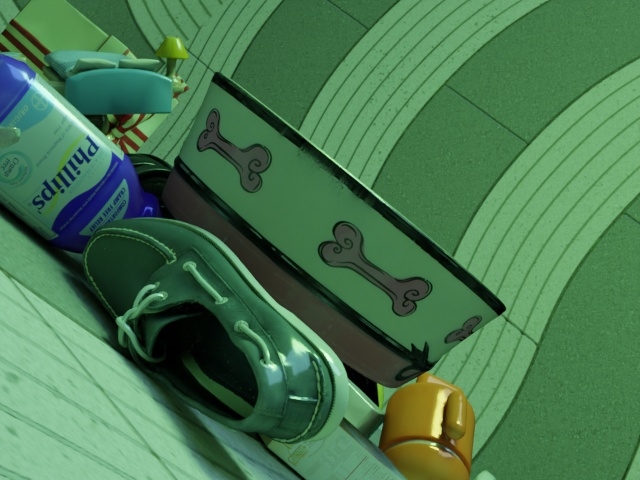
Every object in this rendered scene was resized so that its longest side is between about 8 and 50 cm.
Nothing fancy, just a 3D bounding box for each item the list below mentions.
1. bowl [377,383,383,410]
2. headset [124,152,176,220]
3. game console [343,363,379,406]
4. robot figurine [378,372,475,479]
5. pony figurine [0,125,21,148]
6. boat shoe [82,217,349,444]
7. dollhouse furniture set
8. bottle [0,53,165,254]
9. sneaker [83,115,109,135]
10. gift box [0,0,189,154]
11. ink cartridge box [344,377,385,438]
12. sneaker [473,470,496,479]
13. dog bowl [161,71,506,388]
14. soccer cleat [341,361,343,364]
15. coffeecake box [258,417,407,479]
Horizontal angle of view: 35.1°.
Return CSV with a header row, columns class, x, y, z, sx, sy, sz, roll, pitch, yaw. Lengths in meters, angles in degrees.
class,x,y,z,sx,sy,sz,roll,pitch,yaw
bowl,0.021,0.218,1.834,0.289,0.156,0.289,43,-2,2
headset,-0.242,-0.017,1.277,0.394,0.185,0.243,28,2,-15
game console,-0.070,0.147,1.577,0.361,0.044,0.213,25,-25,27
robot figurine,0.141,0.280,1.356,0.128,0.158,0.219,60,27,-27
pony figurine,-0.342,-0.235,0.661,0.351,0.303,0.363,35,12,3
boat shoe,-0.116,0.064,0.855,0.319,0.116,0.099,33,16,35
dollhouse furniture set,-0.353,-0.294,1.352,0.303,0.198,0.286,-3,20,-24
bottle,-0.242,-0.052,0.993,0.283,0.118,0.092,46,-13,-31
sneaker,-0.382,-0.163,1.390,0.188,0.066,0.071,-3,-2,30
gift box,-0.406,-0.254,1.776,0.258,0.255,0.276,40,3,22
ink cartridge box,0.022,0.238,1.388,0.092,0.090,0.143,43,-3,18
sneaker,0.237,0.433,1.460,0.148,0.131,0.350,50,5,12
dog bowl,0.000,0.000,1.115,0.408,0.150,0.408,39,3,-2
soccer cleat,-0.073,0.107,1.056,0.196,0.076,0.068,24,3,-4
coffeecake box,0.007,0.223,1.092,0.185,0.068,0.142,45,-4,-23
